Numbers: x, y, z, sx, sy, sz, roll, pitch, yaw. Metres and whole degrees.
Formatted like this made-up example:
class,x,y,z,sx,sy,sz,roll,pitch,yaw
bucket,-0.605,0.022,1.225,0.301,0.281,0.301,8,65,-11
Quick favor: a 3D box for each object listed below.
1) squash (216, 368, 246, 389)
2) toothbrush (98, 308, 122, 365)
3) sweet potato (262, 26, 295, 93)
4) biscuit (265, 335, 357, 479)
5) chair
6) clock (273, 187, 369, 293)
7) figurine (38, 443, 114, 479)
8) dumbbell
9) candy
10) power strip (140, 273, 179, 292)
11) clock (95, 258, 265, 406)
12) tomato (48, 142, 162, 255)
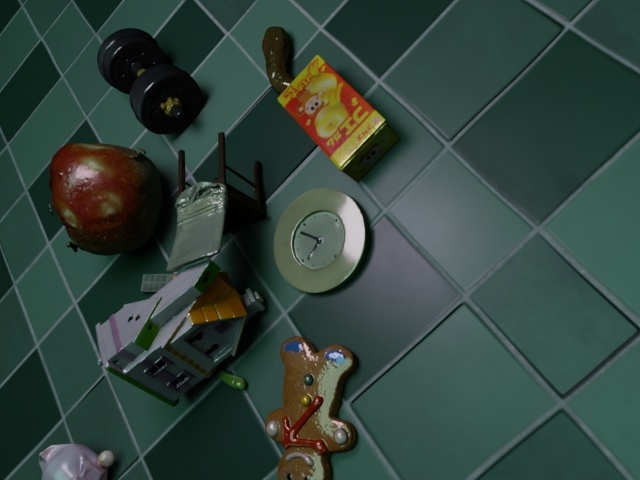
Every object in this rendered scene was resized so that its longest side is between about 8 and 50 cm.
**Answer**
class,x,y,z,sx,sy,sz,roll,pitch,yaw
squash,-0.200,0.309,1.349,0.089,0.027,0.027,14,82,35
toothbrush,-0.544,0.251,1.578,0.014,0.017,0.162,25,89,40
sweet potato,-0.098,-0.432,1.497,0.081,0.062,0.233,-25,67,21
biscuit,-0.022,0.361,1.215,0.205,0.049,0.324,4,79,31
chair,-0.232,-0.061,1.375,0.160,0.186,0.319,-18,60,24
clock,0.000,0.000,1.324,0.234,0.029,0.235,-9,73,29
figurine,-0.554,0.584,1.413,0.276,0.133,0.200,37,92,33
dumbbell,-0.465,-0.433,1.645,0.185,0.185,0.388,-48,58,10
candy,0.035,-0.274,1.349,0.146,0.088,0.276,-46,57,10
power strip,-0.401,0.108,1.535,0.136,0.019,0.051,-2,72,31
clock,-0.285,0.182,1.325,0.309,0.235,0.166,-38,44,3
tomato,-0.528,-0.119,1.528,0.238,0.303,0.304,-9,68,-2
